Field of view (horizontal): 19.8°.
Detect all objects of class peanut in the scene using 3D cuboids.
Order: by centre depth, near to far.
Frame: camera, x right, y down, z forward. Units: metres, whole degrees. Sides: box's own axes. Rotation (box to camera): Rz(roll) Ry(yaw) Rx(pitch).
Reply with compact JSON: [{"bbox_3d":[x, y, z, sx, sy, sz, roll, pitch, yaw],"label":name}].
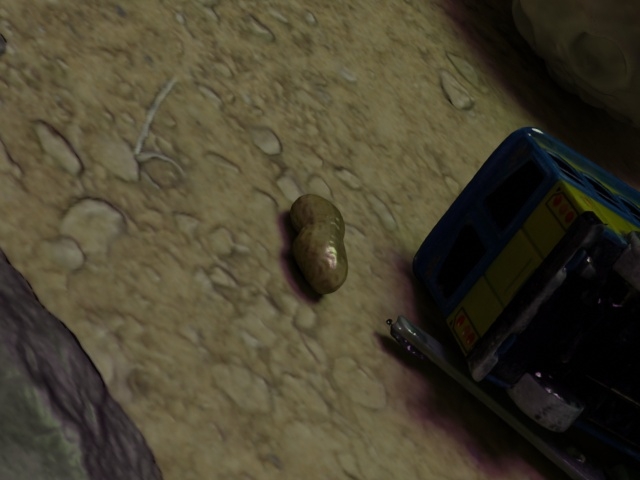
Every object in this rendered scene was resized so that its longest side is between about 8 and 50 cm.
[{"bbox_3d":[0.000,0.000,1.193,0.037,0.037,0.083,28,31,-28],"label":"peanut"}]

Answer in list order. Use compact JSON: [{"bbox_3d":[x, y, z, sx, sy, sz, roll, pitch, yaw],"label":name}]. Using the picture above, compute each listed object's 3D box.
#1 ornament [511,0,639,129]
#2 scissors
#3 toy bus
[{"bbox_3d":[0.329,-0.245,1.614,0.337,0.337,0.337,31,33,-24],"label":"ornament"},{"bbox_3d":[0.181,0.160,1.235,0.360,0.029,0.191,36,28,-13],"label":"scissors"},{"bbox_3d":[0.223,0.065,1.254,0.288,0.138,0.175,29,17,-27],"label":"toy bus"}]
